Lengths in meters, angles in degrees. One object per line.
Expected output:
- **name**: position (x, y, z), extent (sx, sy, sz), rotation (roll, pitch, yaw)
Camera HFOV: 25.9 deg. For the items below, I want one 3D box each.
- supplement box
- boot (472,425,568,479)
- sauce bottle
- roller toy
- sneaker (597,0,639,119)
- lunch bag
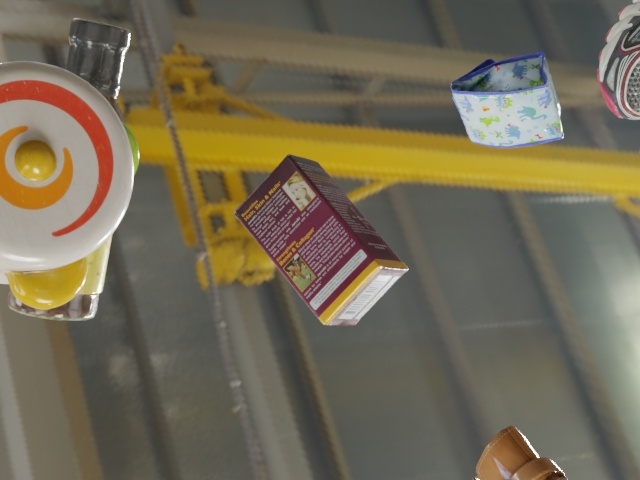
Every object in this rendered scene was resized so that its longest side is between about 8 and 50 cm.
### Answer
- **supplement box**: position (0.000, 0.000, 1.666), extent (0.188, 0.104, 0.081), rotation (51, -161, 23)
- **boot**: position (0.230, 0.325, 1.408), extent (0.109, 0.283, 0.220), rotation (-35, -116, -19)
- **sauce bottle**: position (-0.282, -0.081, 1.618), extent (0.111, 0.111, 0.344), rotation (10, -85, -27)
- **roller toy**: position (-0.274, -0.059, 1.273), extent (0.191, 0.146, 0.209), rotation (30, -109, -16)
- **sneaker**: position (0.387, -0.199, 1.245), extent (0.121, 0.299, 0.112), rotation (50, -163, -33)
- **lunch bag**: position (0.289, -0.211, 2.159), extent (0.129, 0.151, 0.096), rotation (61, -157, -44)
